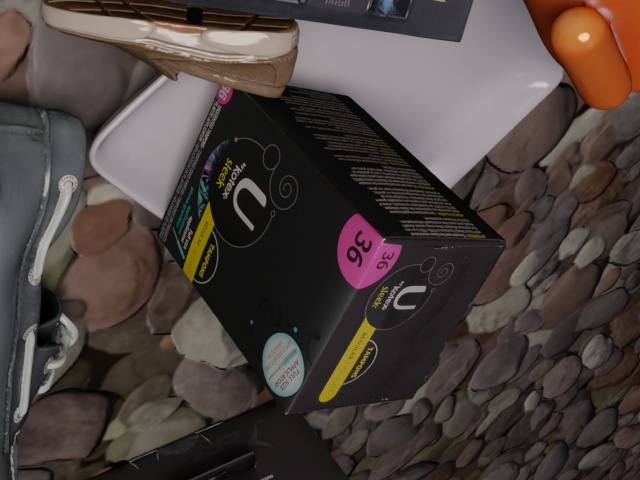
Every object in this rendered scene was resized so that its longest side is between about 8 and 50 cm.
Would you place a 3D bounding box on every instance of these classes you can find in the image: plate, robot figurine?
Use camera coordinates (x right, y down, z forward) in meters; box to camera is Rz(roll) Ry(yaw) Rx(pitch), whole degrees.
[{"bbox_3d":[0.016,-0.096,0.698,0.278,0.045,0.277,-44,143,3],"label":"plate"},{"bbox_3d":[0.155,-0.161,0.530,0.158,0.128,0.219,-41,146,5],"label":"robot figurine"}]

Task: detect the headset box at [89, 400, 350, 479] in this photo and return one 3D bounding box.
[{"bbox_3d":[-0.101,0.280,0.910,0.218,0.110,0.293,-19,137,-27],"label":"headset box"}]

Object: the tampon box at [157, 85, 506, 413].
[{"bbox_3d":[0.000,0.000,0.609,0.101,0.161,0.120,1,125,-42],"label":"tampon box"}]

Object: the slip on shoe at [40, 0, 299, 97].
[{"bbox_3d":[-0.080,-0.104,0.558,0.135,0.051,0.041,5,122,-6],"label":"slip on shoe"}]

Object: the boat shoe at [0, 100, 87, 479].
[{"bbox_3d":[-0.184,0.062,0.619,0.099,0.116,0.319,-13,129,-28],"label":"boat shoe"}]

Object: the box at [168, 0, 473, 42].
[{"bbox_3d":[0.018,-0.223,0.515,0.183,0.059,0.233,0,117,-31],"label":"box"}]

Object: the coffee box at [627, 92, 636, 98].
[{"bbox_3d":[0.190,-0.223,0.684,0.141,0.098,0.246,-44,143,3],"label":"coffee box"}]
